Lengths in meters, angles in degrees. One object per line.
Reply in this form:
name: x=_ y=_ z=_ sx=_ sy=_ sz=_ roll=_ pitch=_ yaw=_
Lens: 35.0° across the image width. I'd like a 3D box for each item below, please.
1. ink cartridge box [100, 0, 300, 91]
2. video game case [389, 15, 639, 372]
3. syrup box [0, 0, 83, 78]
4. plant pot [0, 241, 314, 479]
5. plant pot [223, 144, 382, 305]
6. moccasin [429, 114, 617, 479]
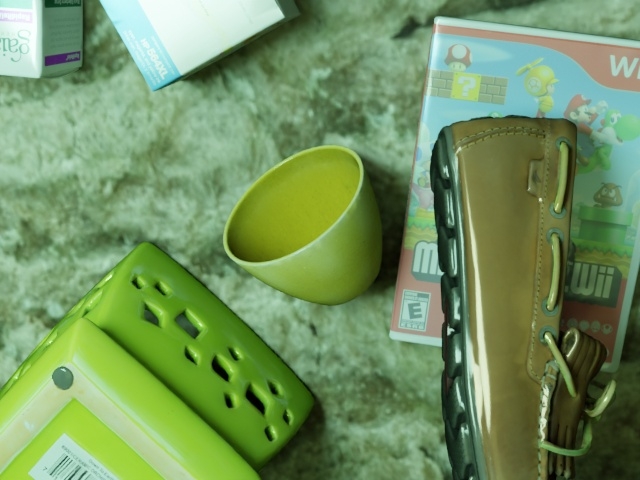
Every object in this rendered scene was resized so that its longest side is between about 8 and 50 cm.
ink cartridge box: x=-0.087 y=-0.197 z=0.825 sx=0.143 sy=0.092 sz=0.090 roll=-26 pitch=100 yaw=13
video game case: x=0.178 y=-0.036 z=0.869 sx=0.204 sy=0.025 sz=0.285 roll=8 pitch=105 yaw=5
syrup box: x=-0.254 y=-0.255 z=0.830 sx=0.093 sy=0.096 sz=0.237 roll=6 pitch=104 yaw=7
plant pot: x=-0.167 y=0.170 z=0.871 sx=0.228 sy=0.207 sz=0.227 roll=44 pitch=105 yaw=-4
plant pot: x=0.000 y=0.000 z=0.857 sx=0.134 sy=0.134 sz=0.095 roll=-29 pitch=124 yaw=13
moccasin: x=0.168 y=0.091 z=0.799 sx=0.147 sy=0.139 sz=0.380 roll=-2 pitch=79 yaw=0
